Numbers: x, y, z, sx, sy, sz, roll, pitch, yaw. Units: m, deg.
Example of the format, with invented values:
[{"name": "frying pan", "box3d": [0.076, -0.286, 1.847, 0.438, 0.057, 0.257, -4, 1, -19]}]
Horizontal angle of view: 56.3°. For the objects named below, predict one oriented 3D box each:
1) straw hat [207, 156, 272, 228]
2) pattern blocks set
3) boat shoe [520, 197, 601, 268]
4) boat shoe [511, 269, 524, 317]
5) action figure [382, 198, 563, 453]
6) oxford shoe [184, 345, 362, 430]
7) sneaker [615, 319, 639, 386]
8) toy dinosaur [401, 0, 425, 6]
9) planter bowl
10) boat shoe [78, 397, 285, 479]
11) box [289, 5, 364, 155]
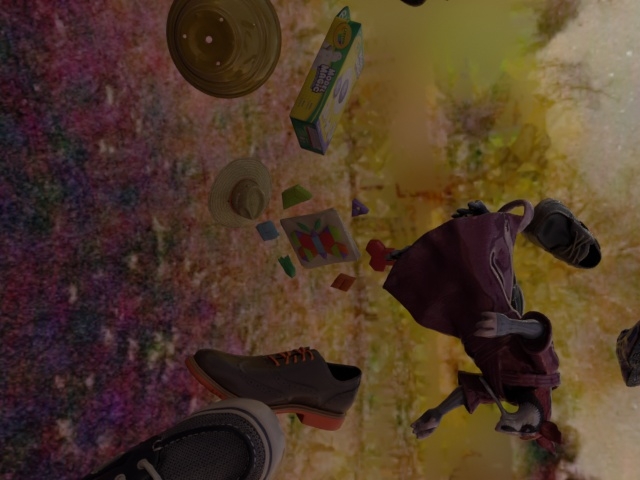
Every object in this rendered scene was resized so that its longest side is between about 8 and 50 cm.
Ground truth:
[{"name": "straw hat", "box3d": [-0.131, -0.074, 1.090, 0.061, 0.144, 0.144, 37, -27, 44]}, {"name": "pattern blocks set", "box3d": [0.000, 0.000, 1.393, 0.285, 0.325, 0.026, 53, 44, -11]}, {"name": "boat shoe", "box3d": [0.644, -0.010, 1.551, 0.355, 0.130, 0.132, 16, 110, -46]}, {"name": "boat shoe", "box3d": [0.413, 0.093, 1.432, 0.091, 0.114, 0.303, -31, 107, -57]}, {"name": "action figure", "box3d": [0.259, 0.144, 0.914, 0.275, 0.248, 0.370, -11, 63, -37]}, {"name": "oxford shoe", "box3d": [-0.055, 0.175, 0.801, 0.271, 0.097, 0.098, 26, 98, -40]}, {"name": "sneaker", "box3d": [0.581, 0.190, 1.101, 0.211, 0.080, 0.081, 76, 3, -49]}, {"name": "toy dinosaur", "box3d": [0.198, -0.607, 1.356, 0.121, 0.313, 0.160, -31, 152, -27]}, {"name": "planter bowl", "box3d": [-0.182, -0.352, 1.042, 0.090, 0.217, 0.217, -69, 151, -68]}, {"name": "boat shoe", "box3d": [-0.200, 0.296, 0.669, 0.127, 0.340, 0.158, 58, 23, 10]}, {"name": "box", "box3d": [0.017, -0.218, 0.819, 0.105, 0.043, 0.179, 65, 45, -74]}]
